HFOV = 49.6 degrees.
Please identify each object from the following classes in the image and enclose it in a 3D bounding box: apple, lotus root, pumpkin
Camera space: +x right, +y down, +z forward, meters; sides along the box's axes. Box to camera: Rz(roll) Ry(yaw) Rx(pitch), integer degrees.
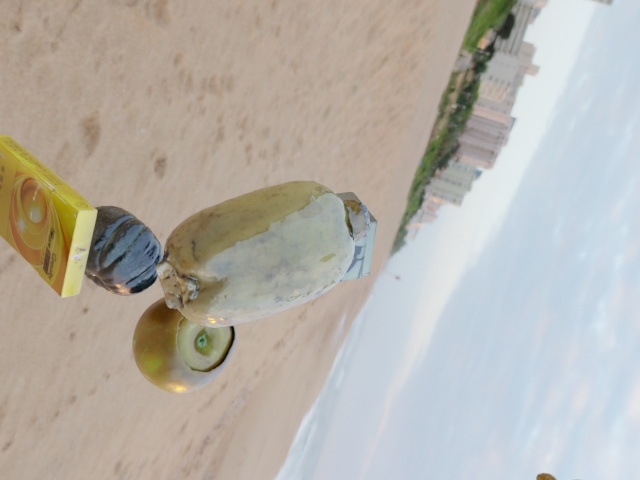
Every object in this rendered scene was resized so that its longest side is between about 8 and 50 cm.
[{"bbox_3d":[-0.306,0.234,1.575,0.236,0.207,0.237,-5,98,-41],"label":"apple"},{"bbox_3d":[-0.065,0.014,0.885,0.146,0.284,0.160,-132,-153,-51],"label":"lotus root"},{"bbox_3d":[-0.448,0.024,1.524,0.162,0.220,0.220,-49,166,-21],"label":"pumpkin"}]

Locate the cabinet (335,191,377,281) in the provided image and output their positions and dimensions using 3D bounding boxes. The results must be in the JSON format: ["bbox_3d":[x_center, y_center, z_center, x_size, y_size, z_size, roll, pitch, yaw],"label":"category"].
[{"bbox_3d":[0.000,0.000,1.528,0.150,0.206,0.145,-124,-149,-50],"label":"cabinet"}]

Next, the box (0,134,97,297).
[{"bbox_3d":[-0.452,-0.044,1.094,0.043,0.269,0.153,-13,130,-50],"label":"box"}]

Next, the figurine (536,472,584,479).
[{"bbox_3d":[0.708,0.819,1.828,0.268,0.386,0.401,123,-17,-53],"label":"figurine"}]
